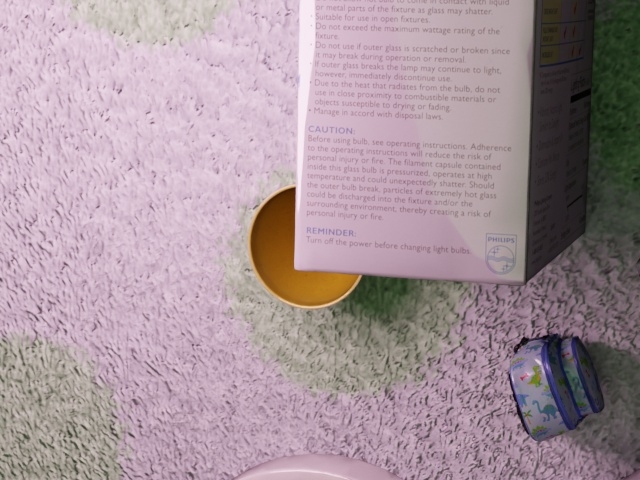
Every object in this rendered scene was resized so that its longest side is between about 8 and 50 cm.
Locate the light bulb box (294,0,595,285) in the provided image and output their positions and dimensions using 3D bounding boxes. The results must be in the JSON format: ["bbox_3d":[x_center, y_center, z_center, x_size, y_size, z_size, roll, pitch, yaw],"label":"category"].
[{"bbox_3d":[0.131,-0.166,1.675,0.225,0.358,0.361,3,98,16],"label":"light bulb box"}]

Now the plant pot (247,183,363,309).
[{"bbox_3d":[0.000,0.000,1.881,0.134,0.095,0.134,3,99,18],"label":"plant pot"}]

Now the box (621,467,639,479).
[{"bbox_3d":[0.319,0.316,1.781,0.181,0.182,0.119,-37,84,19],"label":"box"}]

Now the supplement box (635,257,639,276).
[{"bbox_3d":[0.423,0.108,1.772,0.130,0.073,0.239,-21,92,19],"label":"supplement box"}]

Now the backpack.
[{"bbox_3d":[0.243,0.150,1.815,0.084,0.114,0.105,-20,91,20],"label":"backpack"}]

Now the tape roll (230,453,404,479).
[{"bbox_3d":[-0.001,0.436,1.963,0.392,0.072,0.392,3,99,17],"label":"tape roll"}]
